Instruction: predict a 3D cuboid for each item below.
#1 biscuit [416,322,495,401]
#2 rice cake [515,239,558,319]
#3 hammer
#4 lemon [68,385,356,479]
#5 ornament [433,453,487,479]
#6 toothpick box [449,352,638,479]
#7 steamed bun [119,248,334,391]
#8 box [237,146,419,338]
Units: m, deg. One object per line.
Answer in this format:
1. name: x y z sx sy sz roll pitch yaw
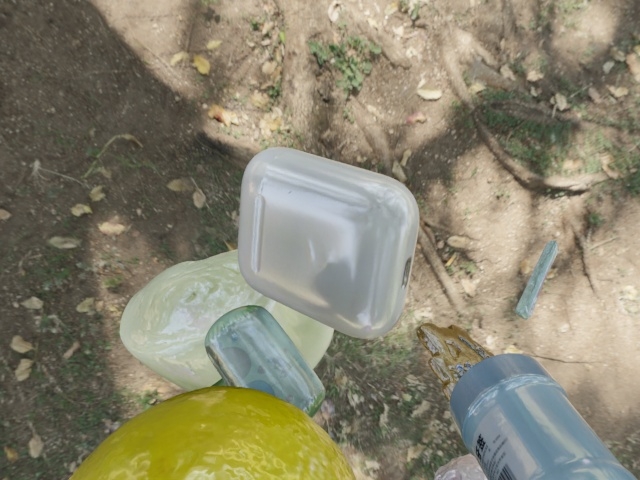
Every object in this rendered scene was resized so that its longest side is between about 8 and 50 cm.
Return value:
1. biscuit: 0.368 0.331 1.329 0.278 0.043 0.301 25 35 -20
2. rice cake: 0.520 0.092 1.285 0.033 0.033 0.208 36 76 -29
3. hammer: -0.133 0.241 0.902 0.119 0.335 0.206 -30 82 -37
4. lemon: -0.108 0.315 0.541 0.348 0.348 0.348 0 78 1
5. ornament: 0.404 0.691 1.407 0.259 0.259 0.225 -46 111 -8
6. toothpick box: 0.180 0.178 0.442 0.101 0.153 0.101 -3 115 -7
7. steamed bun: -0.220 0.223 1.293 0.456 0.371 0.290 -22 50 21
8. box: 0.001 0.000 0.949 0.349 0.141 0.289 21 117 32
